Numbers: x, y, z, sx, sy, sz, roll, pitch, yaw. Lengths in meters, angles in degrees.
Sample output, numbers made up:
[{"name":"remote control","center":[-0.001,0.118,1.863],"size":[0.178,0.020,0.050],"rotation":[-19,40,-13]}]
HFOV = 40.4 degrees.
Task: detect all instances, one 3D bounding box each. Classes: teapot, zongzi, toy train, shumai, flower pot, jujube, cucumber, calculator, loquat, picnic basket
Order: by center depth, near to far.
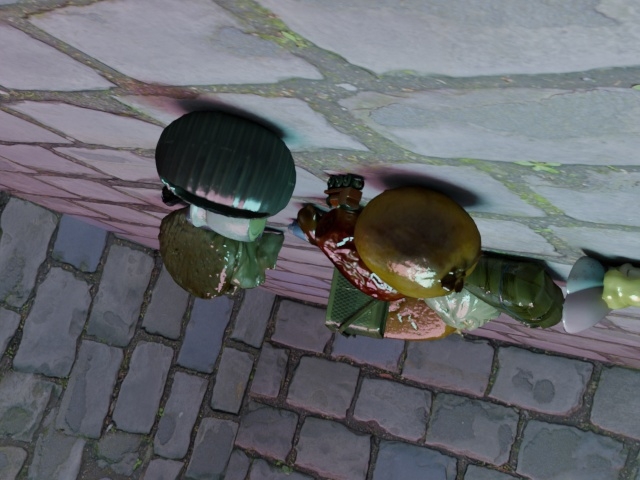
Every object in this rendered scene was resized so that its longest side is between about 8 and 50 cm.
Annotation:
[{"name":"flower pot","center":[-0.159,-0.127,1.477],"size":[0.243,0.157,0.189],"rotation":[16,173,-9]},{"name":"loquat","center":[0.174,-0.001,1.573],"size":[0.238,0.193,0.238],"rotation":[38,169,9]},{"name":"toy train","center":[0.042,-0.090,1.651],"size":[0.044,0.064,0.103],"rotation":[19,171,-30]},{"name":"jujube","center":[0.111,0.024,1.917],"size":[0.255,0.190,0.190],"rotation":[37,164,-22]},{"name":"zongzi","center":[0.422,0.112,2.042],"size":[0.274,0.125,0.251],"rotation":[12,164,35]},{"name":"teapot","center":[-0.008,-0.040,2.046],"size":[0.098,0.078,0.129],"rotation":[58,-178,34]},{"name":"cucumber","center":[-0.338,-0.126,2.130],"size":[0.067,0.067,0.245],"rotation":[19,168,-21]},{"name":"picnic basket","center":[0.106,0.119,2.207],"size":[0.139,0.266,0.165],"rotation":[9,168,10]},{"name":"calculator","center":[0.000,0.000,2.312],"size":[0.121,0.039,0.210],"rotation":[26,179,34]},{"name":"shumai","center":[-0.280,0.006,2.519],"size":[0.330,0.291,0.288],"rotation":[22,-145,38]}]

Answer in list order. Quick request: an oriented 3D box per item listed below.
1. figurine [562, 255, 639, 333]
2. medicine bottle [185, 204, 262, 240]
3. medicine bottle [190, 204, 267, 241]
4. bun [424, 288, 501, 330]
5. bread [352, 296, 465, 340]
[{"name":"figurine","center":[0.607,0.127,1.603],"size":[0.316,0.206,0.284],"rotation":[4,176,36]},{"name":"medicine bottle","center":[-0.236,-0.062,2.214],"size":[0.188,0.094,0.119],"rotation":[15,173,6]},{"name":"medicine bottle","center":[-0.190,-0.081,1.855],"size":[0.143,0.147,0.147],"rotation":[18,172,11]},{"name":"bun","center":[0.361,0.149,2.183],"size":[0.231,0.133,0.231],"rotation":[3,151,2]},{"name":"bread","center":[0.214,0.157,2.413],"size":[0.389,0.236,0.183],"rotation":[-1,-172,14]}]
